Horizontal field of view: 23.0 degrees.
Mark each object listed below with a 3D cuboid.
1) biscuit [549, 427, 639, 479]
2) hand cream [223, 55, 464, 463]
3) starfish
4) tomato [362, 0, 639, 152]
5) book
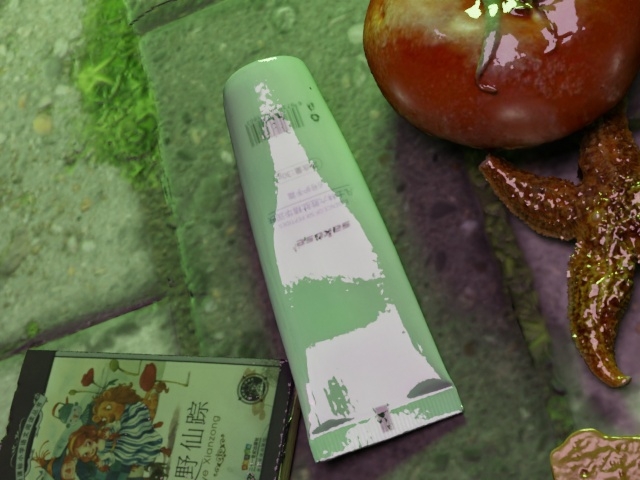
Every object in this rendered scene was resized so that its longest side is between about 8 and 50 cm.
[{"bbox_3d":[0.195,0.204,0.990,0.133,0.027,0.184,-14,62,13],"label":"biscuit"},{"bbox_3d":[0.000,0.000,1.151,0.109,0.067,0.321,-19,62,0],"label":"hand cream"},{"bbox_3d":[0.217,-0.013,1.083,0.227,0.043,0.241,1,68,22],"label":"starfish"},{"bbox_3d":[0.140,-0.182,1.144,0.236,0.095,0.237,-10,52,13],"label":"tomato"},{"bbox_3d":[-0.131,0.157,1.140,0.231,0.026,0.158,1,65,21],"label":"book"}]
